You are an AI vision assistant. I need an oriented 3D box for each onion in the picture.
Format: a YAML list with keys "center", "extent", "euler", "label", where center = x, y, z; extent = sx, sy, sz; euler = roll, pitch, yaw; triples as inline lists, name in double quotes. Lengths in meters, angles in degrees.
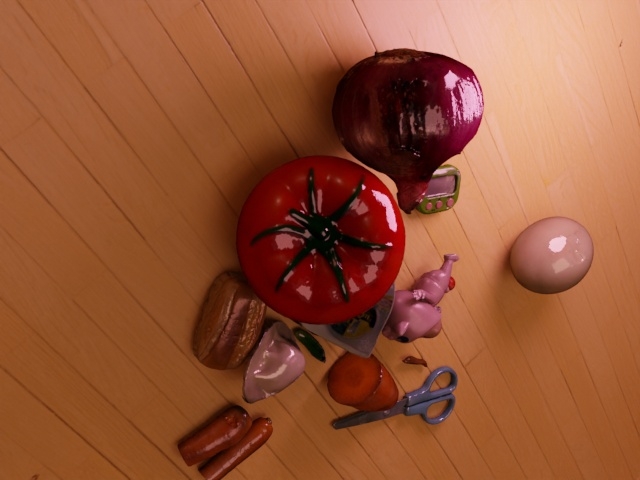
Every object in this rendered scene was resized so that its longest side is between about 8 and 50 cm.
- center: [0.200, -0.245, 1.820]
  extent: [0.347, 0.347, 0.386]
  euler: [-17, 115, -26]
  label: "onion"

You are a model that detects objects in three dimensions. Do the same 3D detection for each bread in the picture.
- center: [-0.210, 0.192, 1.883]
  extent: [0.139, 0.106, 0.237]
  euler: [13, 102, -34]
  label: "bread"

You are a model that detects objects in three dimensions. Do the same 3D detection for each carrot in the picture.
- center: [-0.212, 0.540, 2.061]
  extent: [0.225, 0.067, 0.067]
  euler: [-38, 126, -12]
  label: "carrot"
- center: [-0.260, 0.493, 1.996]
  extent: [0.193, 0.087, 0.087]
  euler: [-36, 125, -15]
  label: "carrot"
- center: [0.137, 0.406, 2.196]
  extent: [0.159, 0.159, 0.225]
  euler: [-52, 141, -3]
  label: "carrot"

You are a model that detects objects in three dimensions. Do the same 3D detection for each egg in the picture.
- center: [0.675, 0.043, 2.322]
  extent: [0.269, 0.219, 0.219]
  euler: [-32, 124, -19]
  label: "egg"

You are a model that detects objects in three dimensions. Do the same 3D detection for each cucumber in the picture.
- center: [-0.020, 0.274, 2.087]
  extent: [0.037, 0.037, 0.155]
  euler: [-45, 128, -9]
  label: "cucumber"

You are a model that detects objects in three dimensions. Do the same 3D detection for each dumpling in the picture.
- center: [-0.118, 0.290, 1.953]
  extent: [0.247, 0.142, 0.173]
  euler: [-46, 131, -52]
  label: "dumpling"

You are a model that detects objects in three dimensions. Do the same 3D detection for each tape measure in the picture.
- center: [0.066, 0.147, 2.025]
  extent: [0.259, 0.138, 0.262]
  euler: [32, 91, -39]
  label: "tape measure"

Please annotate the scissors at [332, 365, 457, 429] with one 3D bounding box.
- center: [0.225, 0.492, 2.343]
  extent: [0.446, 0.029, 0.193]
  euler: [-9, 114, -30]
  label: "scissors"

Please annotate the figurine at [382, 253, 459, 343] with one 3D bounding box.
- center: [0.288, 0.175, 2.167]
  extent: [0.186, 0.176, 0.287]
  euler: [49, 64, -12]
  label: "figurine"

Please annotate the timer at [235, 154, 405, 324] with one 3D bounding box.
- center: [0.000, 0.000, 1.783]
  extent: [0.377, 0.279, 0.378]
  euler: [0, 83, 0]
  label: "timer"

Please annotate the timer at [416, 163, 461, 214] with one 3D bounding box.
- center: [0.308, -0.137, 2.114]
  extent: [0.140, 0.047, 0.128]
  euler: [-11, 117, -29]
  label: "timer"

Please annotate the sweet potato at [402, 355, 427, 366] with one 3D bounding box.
- center: [0.277, 0.351, 2.321]
  extent: [0.115, 0.026, 0.026]
  euler: [16, 101, -41]
  label: "sweet potato"
